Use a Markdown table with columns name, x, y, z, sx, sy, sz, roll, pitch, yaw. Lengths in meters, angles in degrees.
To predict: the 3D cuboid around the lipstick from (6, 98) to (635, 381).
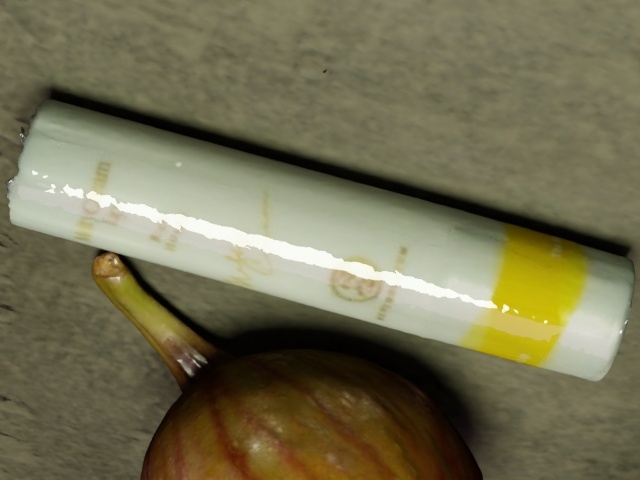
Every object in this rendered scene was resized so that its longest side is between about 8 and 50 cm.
| name | x | y | z | sx | sy | sz | roll | pitch | yaw |
| --- | --- | --- | --- | --- | --- | --- | --- | --- | --- |
| lipstick | 0.000 | 0.000 | 0.804 | 0.264 | 0.059 | 0.059 | 16 | 145 | -2 |

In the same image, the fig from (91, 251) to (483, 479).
| name | x | y | z | sx | sy | sz | roll | pitch | yaw |
| --- | --- | --- | --- | --- | --- | --- | --- | --- | --- |
| fig | -0.021 | 0.110 | 0.908 | 0.175 | 0.207 | 0.175 | -26 | 145 | -19 |
